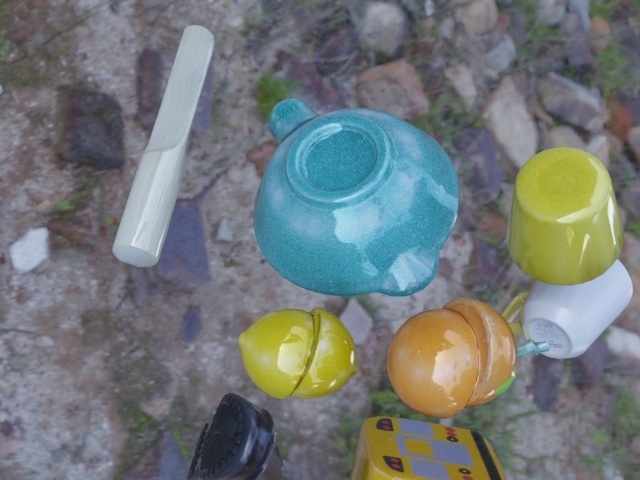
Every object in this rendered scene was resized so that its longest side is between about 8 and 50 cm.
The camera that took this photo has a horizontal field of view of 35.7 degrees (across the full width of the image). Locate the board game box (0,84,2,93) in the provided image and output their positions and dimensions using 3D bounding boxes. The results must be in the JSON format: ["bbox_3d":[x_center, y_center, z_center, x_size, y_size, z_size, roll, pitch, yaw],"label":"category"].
[{"bbox_3d":[-0.295,-0.136,0.521,0.303,0.098,0.224,-96,163,-72],"label":"board game box"}]

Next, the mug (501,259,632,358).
[{"bbox_3d":[0.159,0.048,0.651,0.062,0.078,0.064,36,53,10],"label":"mug"}]

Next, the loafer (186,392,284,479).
[{"bbox_3d":[-0.067,0.192,0.909,0.078,0.220,0.080,18,72,-9],"label":"loafer"}]

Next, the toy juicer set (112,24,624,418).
[{"bbox_3d":[0.000,0.000,0.620,0.209,0.329,0.089,-58,153,-20],"label":"toy juicer set"}]

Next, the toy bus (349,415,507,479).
[{"bbox_3d":[0.064,0.310,0.752,0.130,0.108,0.332,10,104,-6],"label":"toy bus"}]
